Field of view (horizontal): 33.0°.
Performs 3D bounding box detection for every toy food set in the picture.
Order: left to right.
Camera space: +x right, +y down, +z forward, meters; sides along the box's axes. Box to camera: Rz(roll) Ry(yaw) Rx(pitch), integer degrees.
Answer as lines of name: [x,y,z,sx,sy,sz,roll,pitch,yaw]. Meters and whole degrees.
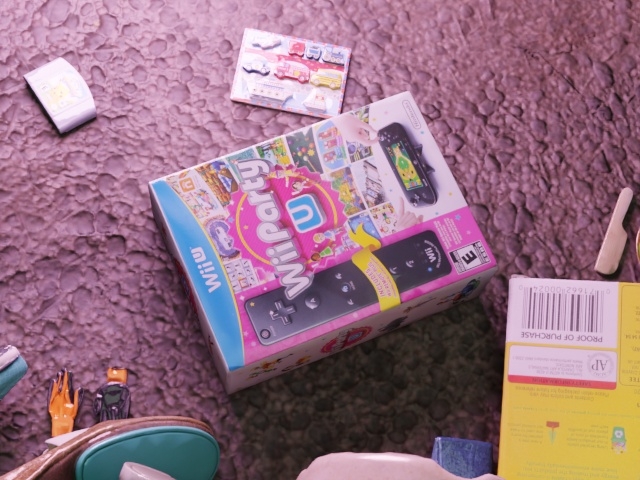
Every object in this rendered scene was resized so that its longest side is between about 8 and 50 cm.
toy food set: [0.419,0.015,1.222,0.192,0.038,0.132,21,69,1]

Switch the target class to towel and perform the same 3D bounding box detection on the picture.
towel: [0.142,0.260,1.102,0.067,0.029,0.119,8,69,-5]

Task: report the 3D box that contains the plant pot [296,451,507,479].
plant pot: [0.062,0.356,0.910,0.334,0.334,0.305,13,63,-2]

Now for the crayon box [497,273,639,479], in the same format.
crayon box: [0.281,0.200,1.086,0.202,0.081,0.318,3,68,13]

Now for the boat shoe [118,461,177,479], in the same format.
boat shoe: [-0.102,0.275,1.010,0.228,0.081,0.068,30,81,-31]

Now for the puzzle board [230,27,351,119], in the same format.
puzzle board: [-0.034,-0.195,1.262,0.128,0.011,0.096,11,69,-2]

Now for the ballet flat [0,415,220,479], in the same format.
ballet flat: [-0.253,0.240,1.000,0.342,0.124,0.116,-25,114,-43]

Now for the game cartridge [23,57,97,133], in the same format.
game cartridge: [-0.290,-0.165,1.218,0.056,0.017,0.083,-31,76,-20]

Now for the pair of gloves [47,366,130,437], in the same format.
pair of gloves: [-0.236,0.165,1.103,0.083,0.010,0.074,1,68,-9]

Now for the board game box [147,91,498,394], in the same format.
board game box: [0.000,0.000,1.148,0.303,0.097,0.224,-21,73,-13]

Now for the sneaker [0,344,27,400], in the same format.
sneaker: [-0.370,0.221,1.035,0.110,0.107,0.275,39,74,-12]
